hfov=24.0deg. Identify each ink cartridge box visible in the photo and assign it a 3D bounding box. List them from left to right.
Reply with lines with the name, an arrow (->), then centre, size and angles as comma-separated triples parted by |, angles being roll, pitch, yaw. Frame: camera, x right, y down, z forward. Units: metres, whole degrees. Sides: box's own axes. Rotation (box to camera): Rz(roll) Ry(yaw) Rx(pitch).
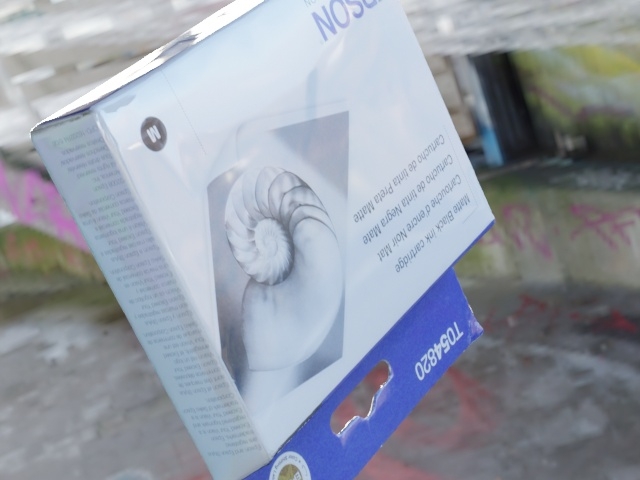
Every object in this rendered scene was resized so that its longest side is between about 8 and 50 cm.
ink cartridge box -> 0.000, 0.000, 0.683 | 0.045, 0.224, 0.223 | -11, 22, 39
